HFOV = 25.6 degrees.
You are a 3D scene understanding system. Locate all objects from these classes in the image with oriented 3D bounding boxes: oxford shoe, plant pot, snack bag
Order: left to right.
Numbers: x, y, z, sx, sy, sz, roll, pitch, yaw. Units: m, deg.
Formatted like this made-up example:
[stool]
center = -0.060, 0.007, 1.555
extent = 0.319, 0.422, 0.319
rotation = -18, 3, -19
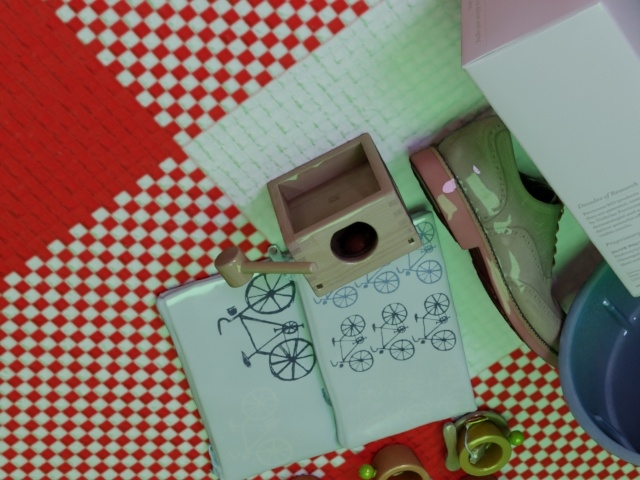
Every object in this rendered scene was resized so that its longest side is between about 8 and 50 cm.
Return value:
[snack bag]
center = -0.001, 0.136, 1.673
extent = 0.343, 0.037, 0.323
rotation = -16, 125, -2
[oxford shoe]
center = 0.234, 0.010, 1.594
extent = 0.130, 0.123, 0.348
rotation = -33, 125, 3
[plant pot]
center = 0.499, 0.183, 1.604
extent = 0.341, 0.341, 0.334
rotation = -35, 130, 11

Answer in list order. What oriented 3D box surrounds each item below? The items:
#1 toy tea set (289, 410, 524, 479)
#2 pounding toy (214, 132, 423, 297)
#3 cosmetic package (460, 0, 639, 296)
[toy tea set]
center = 0.115, 0.355, 1.789
extent = 0.336, 0.124, 0.200
rotation = -18, 125, -1
[pounding toy]
center = -0.003, 0.008, 1.498
extent = 0.206, 0.181, 0.094
rotation = -27, 125, 5
[cosmetic package]
center = 0.298, -0.141, 1.446
extent = 0.155, 0.197, 0.365
rotation = -25, 125, 26
